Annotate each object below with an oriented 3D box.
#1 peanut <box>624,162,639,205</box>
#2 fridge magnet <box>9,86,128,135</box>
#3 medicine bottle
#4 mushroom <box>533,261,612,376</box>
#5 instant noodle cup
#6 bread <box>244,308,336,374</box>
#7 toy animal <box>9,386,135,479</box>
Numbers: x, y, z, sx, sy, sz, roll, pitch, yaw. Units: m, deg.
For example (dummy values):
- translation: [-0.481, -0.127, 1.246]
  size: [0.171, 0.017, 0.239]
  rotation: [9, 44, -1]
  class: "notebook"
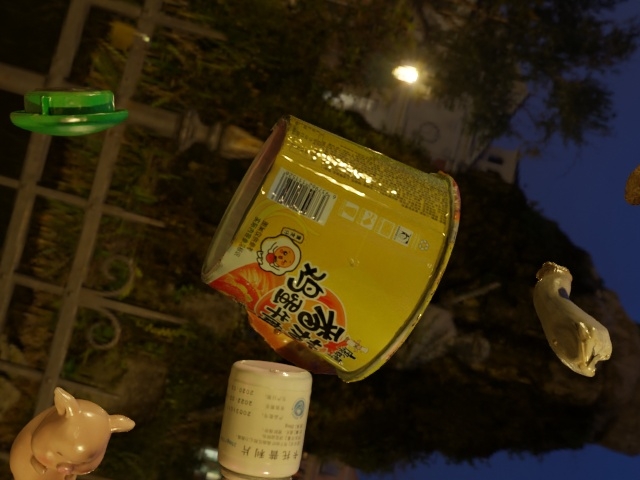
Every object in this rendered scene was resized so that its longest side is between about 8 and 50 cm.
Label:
- translation: [0.575, -0.110, 1.437]
  size: [0.113, 0.054, 0.054]
  rotation: [-53, -178, -2]
  class: "peanut"
- translation: [-0.456, -0.236, 1.487]
  size: [0.208, 0.208, 0.088]
  rotation: [-88, 178, -78]
  class: "fridge magnet"
- translation: [-0.118, 0.394, 1.631]
  size: [0.170, 0.170, 0.293]
  rotation: [149, -49, -86]
  class: "medicine bottle"
- translation: [0.426, 0.131, 1.418]
  size: [0.278, 0.096, 0.099]
  rotation: [-99, 164, -60]
  class: "mushroom"
- translation: [0.000, 0.000, 0.897]
  size: [0.264, 0.200, 0.264]
  rotation: [-58, -166, 23]
  class: "instant noodle cup"
- translation: [0.019, 0.033, 1.325]
  size: [0.204, 0.358, 0.337]
  rotation: [-19, -141, 39]
  class: "bread"
- translation: [-0.507, 0.400, 1.608]
  size: [0.250, 0.166, 0.154]
  rotation: [-37, -126, 28]
  class: "toy animal"
